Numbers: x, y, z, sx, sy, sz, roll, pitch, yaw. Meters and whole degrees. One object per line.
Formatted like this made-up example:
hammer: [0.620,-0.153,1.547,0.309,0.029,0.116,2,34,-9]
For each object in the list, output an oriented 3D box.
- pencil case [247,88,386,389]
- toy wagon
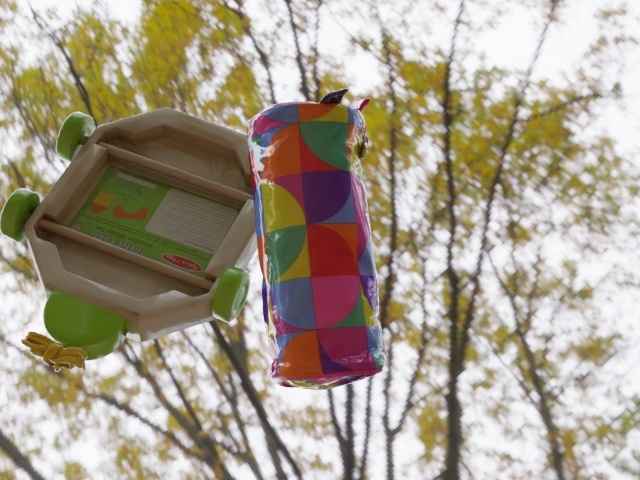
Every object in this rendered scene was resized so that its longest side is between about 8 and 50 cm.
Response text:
pencil case: [0.000,0.000,1.068,0.104,0.104,0.236,0,-99,-22]
toy wagon: [-0.193,0.003,1.383,0.068,0.267,0.344,91,-158,-53]
